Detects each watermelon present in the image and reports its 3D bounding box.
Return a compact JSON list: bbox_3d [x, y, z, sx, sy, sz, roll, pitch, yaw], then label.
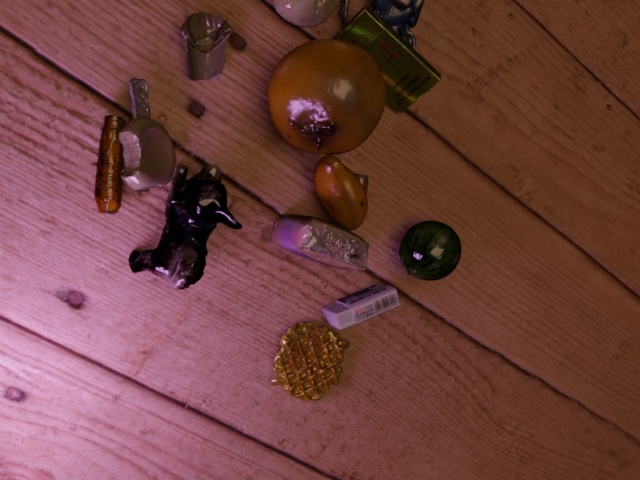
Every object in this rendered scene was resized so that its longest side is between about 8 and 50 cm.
[{"bbox_3d":[0.334,0.041,2.033,0.188,0.188,0.215,46,64,-20],"label":"watermelon"}]

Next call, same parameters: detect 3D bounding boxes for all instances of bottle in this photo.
[{"bbox_3d":[0.113,-0.131,2.000,0.053,0.053,0.140,6,93,-23],"label":"bottle"}]

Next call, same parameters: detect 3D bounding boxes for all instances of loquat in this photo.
[{"bbox_3d":[0.024,-0.408,1.812,0.328,0.328,0.360,26,49,-22],"label":"loquat"}]

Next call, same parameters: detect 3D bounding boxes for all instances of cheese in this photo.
[{"bbox_3d":[-0.462,-0.276,1.710,0.163,0.082,0.287,-19,103,-53],"label":"cheese"}]

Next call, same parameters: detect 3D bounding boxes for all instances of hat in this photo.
[{"bbox_3d":[-0.328,-0.524,1.780,0.147,0.085,0.175,-6,121,-33],"label":"hat"}]

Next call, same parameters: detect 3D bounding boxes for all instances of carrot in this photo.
[{"bbox_3d":[-0.547,-0.200,1.715,0.070,0.070,0.260,5,92,-23],"label":"carrot"}]

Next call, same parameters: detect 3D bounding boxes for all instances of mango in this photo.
[{"bbox_3d":[0.059,-0.143,1.887,0.109,0.157,0.262,-37,131,-25],"label":"mango"}]

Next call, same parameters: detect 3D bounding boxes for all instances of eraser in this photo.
[{"bbox_3d":[0.124,0.200,1.999,0.210,0.124,0.068,-20,103,-19],"label":"eraser"}]

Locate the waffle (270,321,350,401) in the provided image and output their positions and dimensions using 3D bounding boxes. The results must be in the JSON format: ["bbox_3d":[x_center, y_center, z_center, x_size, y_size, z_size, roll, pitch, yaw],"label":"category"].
[{"bbox_3d":[-0.032,0.369,1.988,0.243,0.058,0.238,25,86,-24],"label":"waffle"}]

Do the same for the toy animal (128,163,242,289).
[{"bbox_3d":[-0.329,-0.035,1.695,0.194,0.302,0.345,24,87,-26],"label":"toy animal"}]

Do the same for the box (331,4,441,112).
[{"bbox_3d":[0.188,-0.527,1.937,0.311,0.173,0.043,36,41,-22],"label":"box"}]

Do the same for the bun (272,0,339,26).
[{"bbox_3d":[-0.032,-0.719,1.837,0.220,0.134,0.221,-2,96,-21],"label":"bun"}]

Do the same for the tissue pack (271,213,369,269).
[{"bbox_3d":[0.000,0.000,1.857,0.214,0.256,0.123,20,85,-23],"label":"tissue pack"}]

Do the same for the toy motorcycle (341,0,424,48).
[{"bbox_3d":[0.200,-0.714,1.938,0.182,0.241,0.319,-8,118,-65],"label":"toy motorcycle"}]
